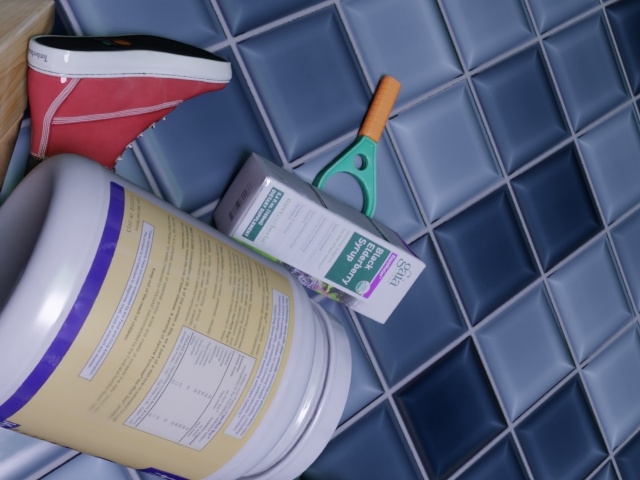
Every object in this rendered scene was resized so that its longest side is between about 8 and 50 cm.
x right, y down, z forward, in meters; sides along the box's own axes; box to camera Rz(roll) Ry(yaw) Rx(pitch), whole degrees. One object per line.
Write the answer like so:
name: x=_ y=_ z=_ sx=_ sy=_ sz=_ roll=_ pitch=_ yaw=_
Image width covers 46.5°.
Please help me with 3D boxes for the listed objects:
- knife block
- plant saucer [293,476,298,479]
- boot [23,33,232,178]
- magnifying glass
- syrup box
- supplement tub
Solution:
knife block: x=-0.324 y=-0.132 z=0.624 sx=0.088 sy=0.242 sz=0.275 roll=15 pitch=80 yaw=-7
plant saucer: x=-0.066 y=0.244 z=0.899 sx=0.119 sy=0.021 sz=0.119 roll=1 pitch=87 yaw=-30
boot: x=-0.204 y=-0.126 z=0.804 sx=0.244 sy=0.088 sz=0.176 roll=-17 pitch=127 yaw=-48
magnifying glass: x=0.054 y=-0.111 z=0.976 sx=0.092 sy=0.026 sz=0.231 roll=29 pitch=74 yaw=-26
syrup box: x=0.000 y=0.000 z=0.885 sx=0.237 sy=0.096 sz=0.093 roll=28 pitch=103 yaw=-26
supplement tub: x=-0.156 y=0.094 z=0.714 sx=0.331 sy=0.241 sz=0.241 roll=32 pitch=73 yaw=-33
